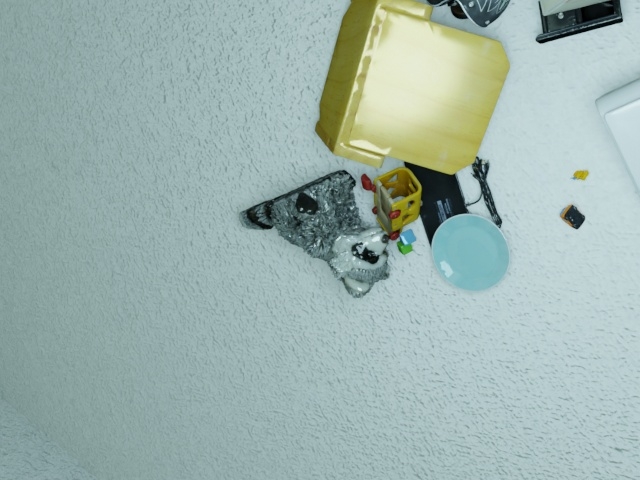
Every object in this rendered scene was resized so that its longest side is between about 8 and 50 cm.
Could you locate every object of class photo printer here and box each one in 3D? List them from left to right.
[{"bbox_3d":[0.698,-0.217,1.019,0.308,0.107,0.256,-24,115,30],"label":"photo printer"}]

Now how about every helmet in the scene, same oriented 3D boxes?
[{"bbox_3d":[0.313,-0.525,1.160,0.162,0.169,0.169,22,113,41],"label":"helmet"}]

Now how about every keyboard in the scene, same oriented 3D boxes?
[{"bbox_3d":[0.328,-0.079,1.339,0.202,0.033,0.317,-15,96,37],"label":"keyboard"}]

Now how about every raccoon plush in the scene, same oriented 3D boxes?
[{"bbox_3d":[0.000,0.000,1.486,0.446,0.216,0.299,-8,109,60],"label":"raccoon plush"}]

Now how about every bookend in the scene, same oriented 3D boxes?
[{"bbox_3d":[0.499,-0.489,1.120,0.156,0.072,0.157,-6,99,30],"label":"bookend"}]

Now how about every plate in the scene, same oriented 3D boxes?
[{"bbox_3d":[0.350,0.028,1.322,0.188,0.024,0.188,10,109,32],"label":"plate"}]

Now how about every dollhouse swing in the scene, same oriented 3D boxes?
[{"bbox_3d":[0.198,-0.354,1.309,0.305,0.315,0.346,9,112,-16],"label":"dollhouse swing"}]

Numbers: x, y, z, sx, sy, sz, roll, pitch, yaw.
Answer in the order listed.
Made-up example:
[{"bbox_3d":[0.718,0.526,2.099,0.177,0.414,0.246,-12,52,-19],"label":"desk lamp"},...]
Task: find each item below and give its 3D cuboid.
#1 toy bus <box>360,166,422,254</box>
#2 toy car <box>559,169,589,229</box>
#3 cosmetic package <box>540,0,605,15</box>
[{"bbox_3d":[0.188,-0.082,1.353,0.104,0.202,0.191,-26,107,-7],"label":"toy bus"},{"bbox_3d":[0.552,-0.088,1.224,0.122,0.060,0.040,-69,24,6],"label":"toy car"},{"bbox_3d":[0.537,-0.511,0.982,0.296,0.129,0.153,-16,96,-2],"label":"cosmetic package"}]
